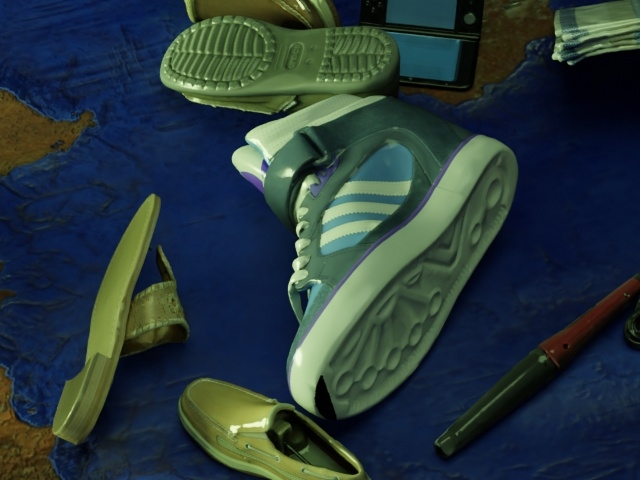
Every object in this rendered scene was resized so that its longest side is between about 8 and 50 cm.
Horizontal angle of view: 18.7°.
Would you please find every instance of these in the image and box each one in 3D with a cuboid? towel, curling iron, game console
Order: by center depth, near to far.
[{"bbox_3d":[0.205,0.104,1.635,0.274,0.035,0.068,-29,53,-23],"label":"curling iron"},{"bbox_3d":[0.357,-0.213,1.831,0.285,0.034,0.209,-8,12,7],"label":"towel"},{"bbox_3d":[0.096,-0.212,1.903,0.122,0.107,0.071,7,20,6],"label":"game console"}]

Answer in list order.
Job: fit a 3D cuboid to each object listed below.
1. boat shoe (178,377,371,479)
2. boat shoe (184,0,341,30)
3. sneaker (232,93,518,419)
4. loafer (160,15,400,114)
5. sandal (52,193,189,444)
[{"bbox_3d":[-0.035,0.154,1.568,0.190,0.072,0.068,26,53,23],"label":"boat shoe"},{"bbox_3d":[-0.091,-0.243,1.928,0.095,0.095,0.257,-42,51,-18],"label":"boat shoe"},{"bbox_3d":[0.000,-0.001,1.687,0.236,0.130,0.323,19,55,30],"label":"sneaker"},{"bbox_3d":[-0.036,-0.151,1.845,0.251,0.087,0.094,7,60,27],"label":"loafer"},{"bbox_3d":[-0.152,0.078,1.654,0.079,0.088,0.240,28,54,-16],"label":"sandal"}]
